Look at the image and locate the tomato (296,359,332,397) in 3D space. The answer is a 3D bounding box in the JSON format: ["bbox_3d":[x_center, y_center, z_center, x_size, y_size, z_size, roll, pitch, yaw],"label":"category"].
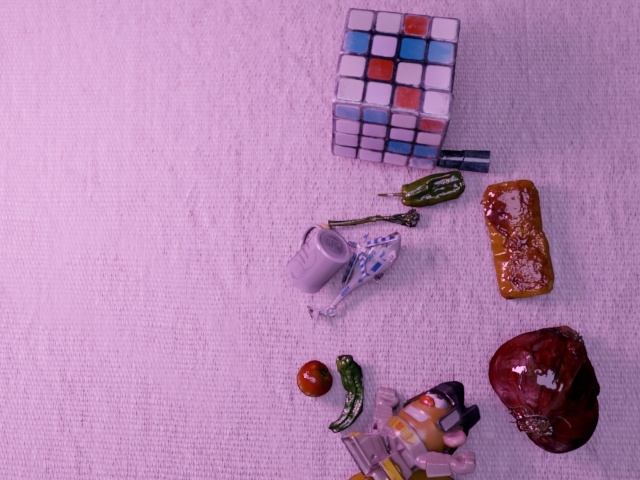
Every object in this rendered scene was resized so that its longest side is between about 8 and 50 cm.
[{"bbox_3d":[-0.017,0.323,1.712,0.075,0.087,0.087,-33,80,26],"label":"tomato"}]

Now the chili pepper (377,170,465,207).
[{"bbox_3d":[0.240,-0.112,1.741,0.204,0.073,0.072,-15,76,3],"label":"chili pepper"}]

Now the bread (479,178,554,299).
[{"bbox_3d":[0.450,-0.002,1.707,0.139,0.077,0.271,-8,85,8],"label":"bread"}]

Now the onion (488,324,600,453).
[{"bbox_3d":[0.495,0.324,1.599,0.221,0.281,0.281,-25,78,46],"label":"onion"}]

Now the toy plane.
[{"bbox_3d":[0.091,0.089,1.710,0.107,0.182,0.273,31,88,-23],"label":"toy plane"}]

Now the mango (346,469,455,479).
[{"bbox_3d":[0.165,0.591,1.638,0.331,0.142,0.195,-19,83,-4],"label":"mango"}]

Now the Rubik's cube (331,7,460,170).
[{"bbox_3d":[0.166,-0.334,1.664,0.256,0.259,0.253,9,68,6],"label":"Rubik's cube"}]

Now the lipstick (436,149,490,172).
[{"bbox_3d":[0.283,-0.192,1.765,0.234,0.053,0.053,4,83,11],"label":"lipstick"}]

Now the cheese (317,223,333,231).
[{"bbox_3d":[0.000,0.000,1.776,0.044,0.030,0.083,21,90,29],"label":"cheese"}]

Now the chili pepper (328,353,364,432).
[{"bbox_3d":[0.064,0.354,1.712,0.073,0.050,0.182,6,87,-30],"label":"chili pepper"}]

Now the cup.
[{"bbox_3d":[-0.016,0.033,1.702,0.136,0.099,0.133,53,129,13],"label":"cup"}]

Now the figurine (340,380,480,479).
[{"bbox_3d":[0.208,0.420,1.610,0.308,0.143,0.308,2,44,-2],"label":"figurine"}]

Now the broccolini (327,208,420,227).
[{"bbox_3d":[0.126,-0.052,1.754,0.218,0.042,0.044,-1,83,0],"label":"broccolini"}]
